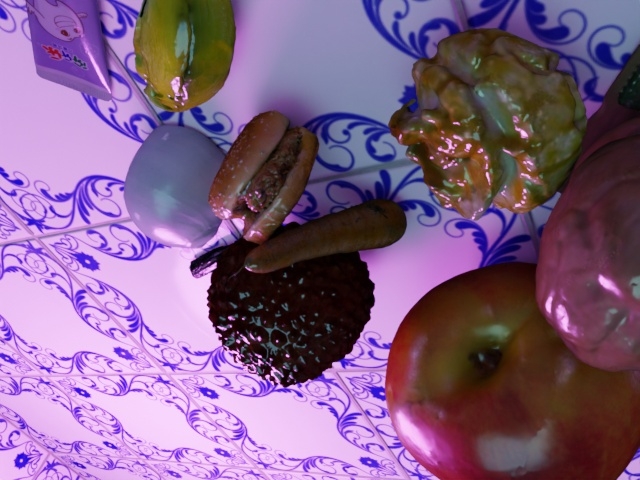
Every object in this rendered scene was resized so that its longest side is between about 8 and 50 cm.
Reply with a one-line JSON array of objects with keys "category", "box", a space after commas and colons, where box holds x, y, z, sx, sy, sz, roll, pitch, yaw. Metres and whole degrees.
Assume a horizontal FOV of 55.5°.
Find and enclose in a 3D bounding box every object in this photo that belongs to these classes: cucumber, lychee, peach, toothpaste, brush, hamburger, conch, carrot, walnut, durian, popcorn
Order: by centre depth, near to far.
[{"category": "walnut", "box": [0.384, 0.001, 0.663, 0.296, 0.285, 0.285, -7, 144, -22]}, {"category": "popcorn", "box": [0.196, -0.131, 0.694, 0.204, 0.183, 0.221, 19, 149, 48]}, {"category": "brush", "box": [0.356, -0.148, 0.716, 0.054, 0.048, 0.282, 19, 140, 2]}, {"category": "durian", "box": [-0.178, -0.255, 0.795, 0.139, 0.101, 0.250, 50, 144, 23]}, {"category": "toothpaste", "box": [-0.344, -0.340, 0.806, 0.125, 0.080, 0.371, 20, 146, -2]}, {"category": "hamburger", "box": [-0.082, -0.090, 0.853, 0.118, 0.191, 0.181, 24, 110, -14]}, {"category": "carrot", "box": [0.000, 0.000, 0.866, 0.078, 0.298, 0.078, 31, 129, 47]}, {"category": "peach", "box": [0.289, 0.221, 0.909, 0.388, 0.388, 0.388, 12, 137, 11]}, {"category": "lychee", "box": [-0.040, 0.105, 0.984, 0.264, 0.264, 0.300, -24, 127, 39]}, {"category": "conch", "box": [-0.230, -0.078, 1.002, 0.185, 0.121, 0.221, -8, 133, -10]}, {"category": "cucumber", "box": [-0.191, 0.033, 1.146, 0.163, 0.043, 0.039, -23, 159, 41]}]
